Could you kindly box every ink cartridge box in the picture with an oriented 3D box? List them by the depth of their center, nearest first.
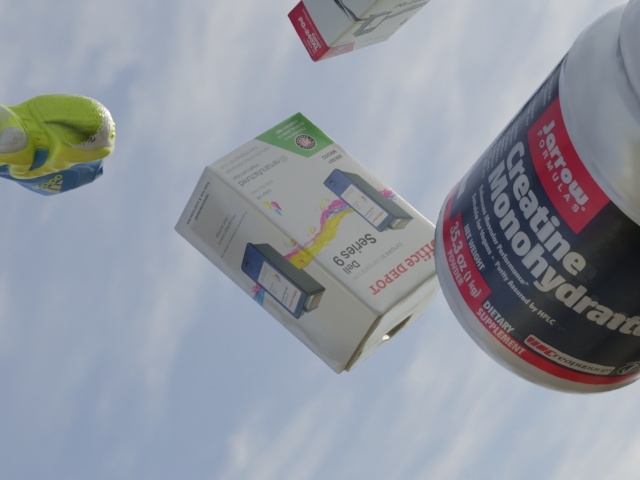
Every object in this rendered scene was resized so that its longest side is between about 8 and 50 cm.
[{"bbox_3d":[0.000,0.000,1.563,0.154,0.212,0.093,-34,-19,-47],"label":"ink cartridge box"},{"bbox_3d":[0.054,-0.251,1.726,0.109,0.063,0.150,-21,-10,-36],"label":"ink cartridge box"}]

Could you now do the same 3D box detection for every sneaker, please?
[{"bbox_3d":[-0.319,-0.085,1.670,0.126,0.240,0.091,94,-179,-61],"label":"sneaker"}]

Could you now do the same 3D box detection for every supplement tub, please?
[{"bbox_3d":[0.211,-0.036,1.123,0.191,0.191,0.272,-28,-17,-38],"label":"supplement tub"}]
